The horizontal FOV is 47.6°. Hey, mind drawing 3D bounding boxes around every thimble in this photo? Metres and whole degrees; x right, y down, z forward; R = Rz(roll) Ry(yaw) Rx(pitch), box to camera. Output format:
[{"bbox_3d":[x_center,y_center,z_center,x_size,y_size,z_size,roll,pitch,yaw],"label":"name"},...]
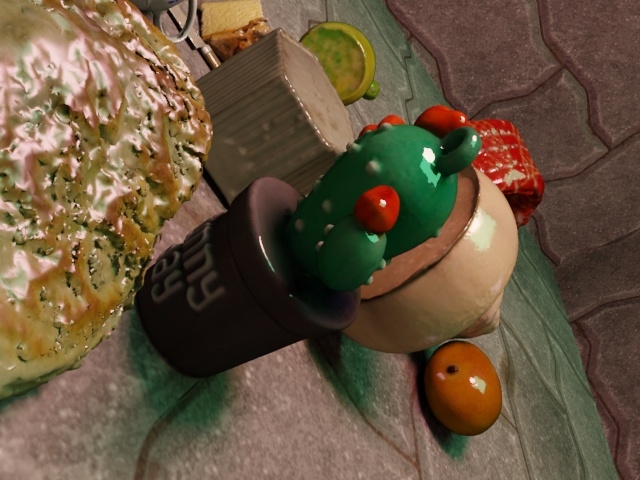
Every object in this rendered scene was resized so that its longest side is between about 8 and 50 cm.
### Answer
[{"bbox_3d":[0.397,-0.141,1.923,0.350,0.350,0.231,25,41,-56],"label":"thimble"}]

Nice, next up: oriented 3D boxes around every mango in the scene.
[{"bbox_3d":[0.279,0.279,1.412,0.254,0.139,0.176,-7,83,-76],"label":"mango"}]

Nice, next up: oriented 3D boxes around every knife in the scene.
[{"bbox_3d":[-0.209,-0.337,1.237,0.298,0.017,0.047,56,28,-14],"label":"knife"}]

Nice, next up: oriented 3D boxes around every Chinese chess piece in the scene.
[{"bbox_3d":[0.140,0.016,1.147,0.140,0.338,0.338,50,24,-29],"label":"Chinese chess piece"}]

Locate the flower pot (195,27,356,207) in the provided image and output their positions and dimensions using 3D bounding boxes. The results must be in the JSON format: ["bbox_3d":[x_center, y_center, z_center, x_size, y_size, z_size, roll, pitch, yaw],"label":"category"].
[{"bbox_3d":[-0.073,-0.174,1.107,0.239,0.189,0.209,57,21,-12],"label":"flower pot"}]

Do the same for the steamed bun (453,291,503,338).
[{"bbox_3d":[0.218,0.089,1.444,0.280,0.207,0.268,85,-20,-62],"label":"steamed bun"}]

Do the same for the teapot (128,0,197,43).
[{"bbox_3d":[-0.257,-0.398,1.065,0.159,0.159,0.232,-95,159,-45],"label":"teapot"}]

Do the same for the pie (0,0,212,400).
[{"bbox_3d":[-0.271,-0.099,0.602,0.395,0.180,0.418,52,30,-24],"label":"pie"}]

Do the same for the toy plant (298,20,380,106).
[{"bbox_3d":[0.046,-0.407,1.699,0.224,0.184,0.316,37,15,-4],"label":"toy plant"}]

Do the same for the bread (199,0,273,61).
[{"bbox_3d":[-0.152,-0.360,1.335,0.152,0.127,0.147,88,-8,-50],"label":"bread"}]

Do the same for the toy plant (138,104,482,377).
[{"bbox_3d":[-0.004,0.003,0.756,0.185,0.400,0.279,60,22,2],"label":"toy plant"}]
